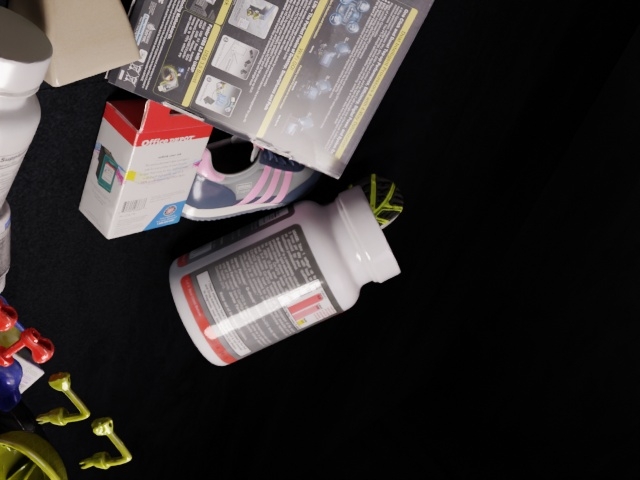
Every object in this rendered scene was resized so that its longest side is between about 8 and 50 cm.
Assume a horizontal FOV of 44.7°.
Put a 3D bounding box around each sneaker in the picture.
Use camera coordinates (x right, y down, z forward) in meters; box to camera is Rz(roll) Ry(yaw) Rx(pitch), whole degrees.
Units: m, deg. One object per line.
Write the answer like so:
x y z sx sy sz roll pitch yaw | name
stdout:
-0.099 -0.125 1.275 0.319 0.112 0.131 -22 148 -45 | sneaker
0.000 0.000 1.592 0.385 0.145 0.147 -24 165 -27 | sneaker

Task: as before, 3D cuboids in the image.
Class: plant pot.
-0.272 -0.243 0.839 0.109 0.109 0.096 -30 140 -33 | plant pot

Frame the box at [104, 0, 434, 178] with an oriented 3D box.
-0.034 -0.305 0.908 0.097 0.318 0.395 -91 -154 -60 | box

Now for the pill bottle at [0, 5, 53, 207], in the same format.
-0.364 -0.121 0.799 0.131 0.131 0.229 -10 144 -53 | pill bottle

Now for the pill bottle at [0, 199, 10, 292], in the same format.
-0.431 0.009 0.978 0.078 0.078 0.137 -25 147 -40 | pill bottle

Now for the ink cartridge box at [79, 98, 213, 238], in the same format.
-0.239 -0.123 1.091 0.134 0.078 0.231 -18 142 -48 | ink cartridge box

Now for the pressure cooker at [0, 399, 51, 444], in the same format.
-0.569 0.363 0.906 0.420 0.370 0.375 -39 -165 14 | pressure cooker

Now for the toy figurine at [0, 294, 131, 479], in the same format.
-0.371 0.121 0.900 0.191 0.362 0.217 -37 -163 8 | toy figurine

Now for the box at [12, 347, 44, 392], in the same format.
-0.497 0.140 1.085 0.067 0.063 0.324 -44 155 -11 | box

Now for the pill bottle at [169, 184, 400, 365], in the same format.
-0.059 0.056 1.360 0.363 0.210 0.210 -25 155 4 | pill bottle
